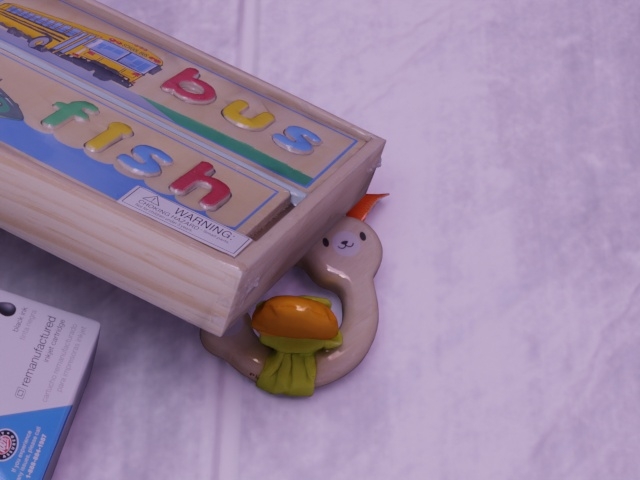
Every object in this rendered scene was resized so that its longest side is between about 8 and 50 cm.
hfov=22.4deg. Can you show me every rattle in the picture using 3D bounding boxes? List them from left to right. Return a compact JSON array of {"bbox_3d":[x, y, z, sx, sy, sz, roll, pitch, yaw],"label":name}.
[{"bbox_3d":[0.000,0.000,1.134,0.130,0.142,0.199,25,60,22],"label":"rattle"}]

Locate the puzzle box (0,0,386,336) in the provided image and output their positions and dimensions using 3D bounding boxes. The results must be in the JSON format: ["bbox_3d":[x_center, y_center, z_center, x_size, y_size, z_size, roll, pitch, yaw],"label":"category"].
[{"bbox_3d":[-0.181,-0.095,1.097,0.409,0.052,0.272,26,28,10],"label":"puzzle box"}]

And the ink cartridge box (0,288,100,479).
[{"bbox_3d":[-0.255,0.096,1.036,0.191,0.082,0.139,19,56,-4],"label":"ink cartridge box"}]
